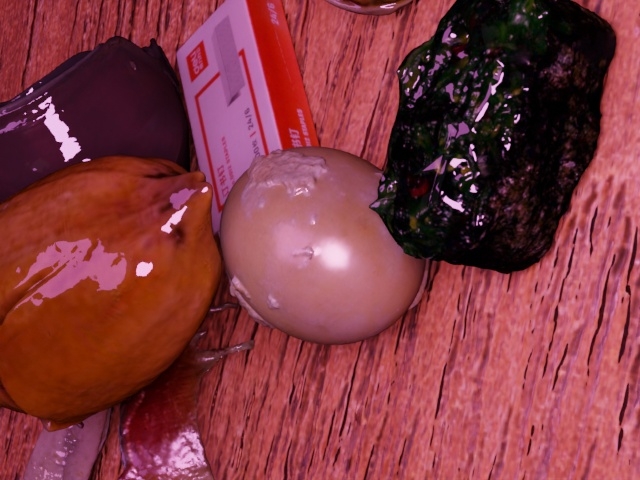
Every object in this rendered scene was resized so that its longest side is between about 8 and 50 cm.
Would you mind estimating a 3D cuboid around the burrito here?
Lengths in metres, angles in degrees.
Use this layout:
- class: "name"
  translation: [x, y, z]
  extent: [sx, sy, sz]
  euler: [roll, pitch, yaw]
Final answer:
- class: "burrito"
  translation: [-0.253, 0.188, 1.702]
  extent: [0.087, 0.060, 0.226]
  euler: [33, 108, 49]

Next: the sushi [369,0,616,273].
- class: "sushi"
  translation: [0.129, -0.087, 1.236]
  extent: [0.124, 0.127, 0.225]
  euler: [30, 103, 50]

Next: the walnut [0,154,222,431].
- class: "walnut"
  translation: [-0.194, 0.035, 1.391]
  extent: [0.336, 0.209, 0.209]
  euler: [-38, 54, 40]

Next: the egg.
- class: "egg"
  translation: [0.002, 0.003, 1.345]
  extent: [0.201, 0.164, 0.164]
  euler: [32, 107, 48]

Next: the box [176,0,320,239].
- class: "box"
  translation: [-0.068, -0.116, 1.550]
  extent: [0.123, 0.050, 0.229]
  euler: [-39, 53, 40]

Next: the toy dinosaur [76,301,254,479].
- class: "toy dinosaur"
  translation: [-0.153, 0.137, 1.555]
  extent: [0.327, 0.113, 0.206]
  euler: [34, 71, 29]

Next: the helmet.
- class: "helmet"
  translation: [-0.222, -0.077, 1.611]
  extent: [0.225, 0.305, 0.177]
  euler: [-30, 89, 8]

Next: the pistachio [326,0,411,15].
- class: "pistachio"
  translation: [0.031, -0.256, 1.426]
  extent: [0.149, 0.113, 0.113]
  euler: [48, 120, 28]
